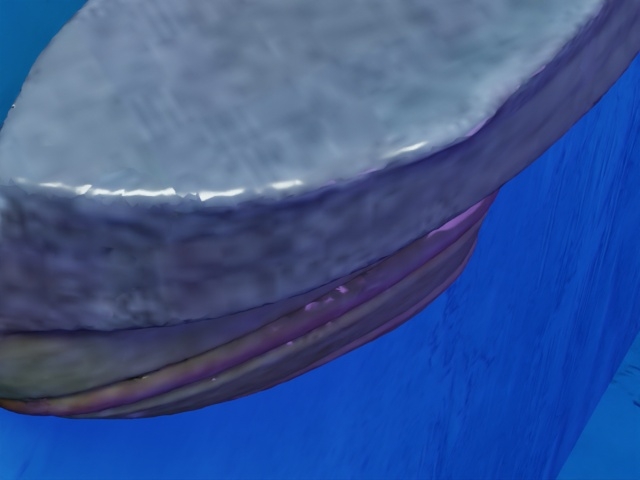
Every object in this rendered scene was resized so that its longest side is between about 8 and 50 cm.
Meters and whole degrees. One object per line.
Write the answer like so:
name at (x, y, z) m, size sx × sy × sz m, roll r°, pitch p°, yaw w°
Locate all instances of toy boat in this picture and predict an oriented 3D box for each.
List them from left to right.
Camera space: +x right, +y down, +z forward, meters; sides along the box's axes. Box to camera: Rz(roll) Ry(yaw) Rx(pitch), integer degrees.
toy boat at (-0.009, -0.008, 0.557) m, size 0.276 × 0.111 × 0.293 m, roll -23°, pitch 154°, yaw -32°
